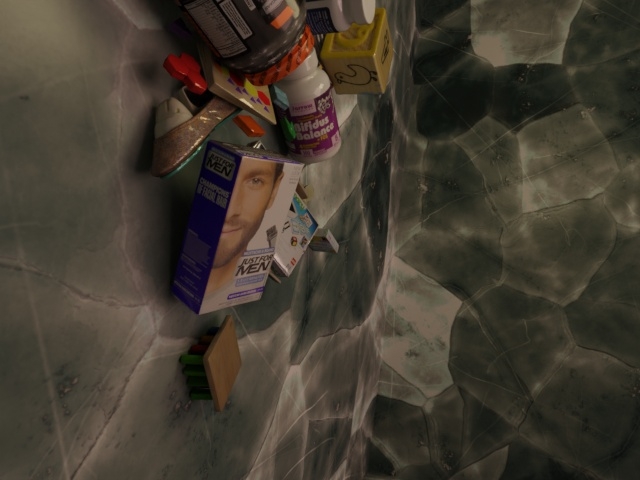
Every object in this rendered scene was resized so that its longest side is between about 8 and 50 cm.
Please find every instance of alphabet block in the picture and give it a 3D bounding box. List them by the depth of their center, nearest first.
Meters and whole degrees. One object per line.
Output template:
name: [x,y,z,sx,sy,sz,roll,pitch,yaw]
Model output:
alphabet block: [0.131,-0.636,1.384,0.197,0.193,0.193,42,57,-64]

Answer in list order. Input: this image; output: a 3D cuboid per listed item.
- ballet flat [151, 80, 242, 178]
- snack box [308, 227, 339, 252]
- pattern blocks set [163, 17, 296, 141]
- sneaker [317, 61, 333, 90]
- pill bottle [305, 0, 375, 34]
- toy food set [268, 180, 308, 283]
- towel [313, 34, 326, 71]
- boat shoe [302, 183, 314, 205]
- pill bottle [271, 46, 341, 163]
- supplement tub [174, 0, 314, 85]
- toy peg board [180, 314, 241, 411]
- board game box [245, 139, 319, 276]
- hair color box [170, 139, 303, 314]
ballet flat: [-0.260,-0.241,0.805,0.106,0.108,0.316,57,35,-28]
snack box: [0.000,0.000,1.475,0.141,0.100,0.037,55,46,-59]
pattern blocks set: [-0.175,-0.329,0.857,0.325,0.026,0.285,30,39,-41]
sneaker: [-0.005,-0.549,1.355,0.185,0.070,0.083,-26,125,-66]
pill bottle: [0.004,-0.639,1.091,0.153,0.265,0.153,7,90,-68]
toy food set: [-0.121,-0.053,1.174,0.219,0.093,0.306,55,46,-59]
towel: [0.023,-0.802,1.379,0.331,0.054,0.316,67,36,-52]
boat shoe: [-0.060,-0.139,1.368,0.049,0.043,0.137,49,44,-28]
pill bottle: [-0.045,-0.387,1.168,0.301,0.169,0.169,73,32,-44]
supplement tub: [-0.162,-0.466,0.729,0.338,0.207,0.207,48,51,-45]
toy peg board: [-0.261,0.290,0.975,0.160,0.079,0.161,-75,163,-63]
board game box: [-0.133,-0.075,1.046,0.305,0.053,0.193,55,51,-33]
hair color box: [-0.176,-0.025,0.859,0.185,0.110,0.338,-7,119,-55]
